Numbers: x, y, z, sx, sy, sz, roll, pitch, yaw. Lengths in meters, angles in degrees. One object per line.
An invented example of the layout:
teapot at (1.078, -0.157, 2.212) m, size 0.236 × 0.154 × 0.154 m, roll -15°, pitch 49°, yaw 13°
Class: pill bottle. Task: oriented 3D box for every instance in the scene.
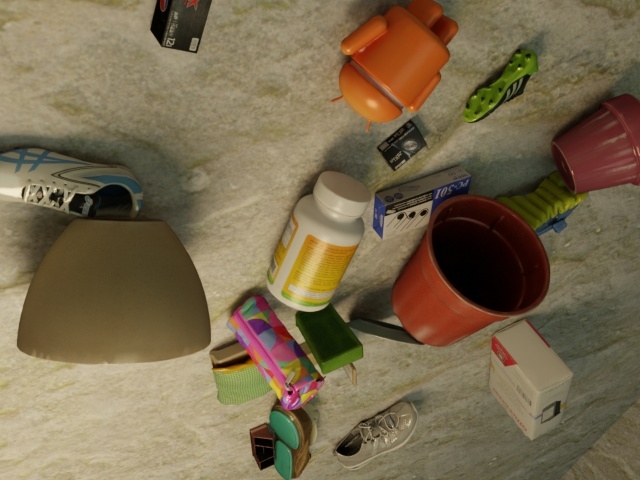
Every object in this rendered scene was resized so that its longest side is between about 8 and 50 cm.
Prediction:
pill bottle at (0.000, 0.000, 1.233) m, size 0.136 × 0.136 × 0.245 m, roll 2°, pitch 127°, yaw -36°

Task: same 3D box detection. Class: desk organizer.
desk organizer at (-0.147, 0.529, 1.694) m, size 0.047 × 0.050 × 0.130 m, roll -19°, pitch 136°, yaw -20°

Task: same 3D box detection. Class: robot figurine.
robot figurine at (0.115, -0.282, 1.057) m, size 0.219 × 0.128 × 0.158 m, roll -49°, pitch 165°, yaw 13°

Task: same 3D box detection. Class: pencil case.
pencil case at (-0.089, 0.220, 1.301) m, size 0.104 × 0.236 × 0.104 m, roll -32°, pitch 153°, yaw -19°

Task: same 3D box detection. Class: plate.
plate at (0.148, 0.203, 1.511) m, size 0.188 × 0.188 × 0.024 m, roll 14°, pitch 91°, yaw -42°

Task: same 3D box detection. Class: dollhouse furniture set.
dollhouse furniture set at (-0.073, 0.293, 1.446) m, size 0.302 × 0.151 × 0.197 m, roll -21°, pitch 137°, yaw -17°

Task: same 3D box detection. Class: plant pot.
plant pot at (0.616, -0.193, 1.449) m, size 0.180 × 0.201 × 0.201 m, roll -24°, pitch 140°, yaw 9°
plant pot at (0.290, 0.087, 1.404) m, size 0.272 × 0.272 × 0.265 m, roll -11°, pitch 155°, yaw -26°
plant pot at (-0.306, 0.061, 1.014) m, size 0.284 × 0.284 × 0.190 m, roll 1°, pitch 95°, yaw -35°

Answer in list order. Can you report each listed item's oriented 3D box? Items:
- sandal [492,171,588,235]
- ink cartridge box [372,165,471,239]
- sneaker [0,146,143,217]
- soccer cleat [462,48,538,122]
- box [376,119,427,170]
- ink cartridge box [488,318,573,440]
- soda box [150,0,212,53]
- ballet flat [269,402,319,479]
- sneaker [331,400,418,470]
sandal at (0.479, -0.043, 1.541) m, size 0.317 × 0.126 × 0.138 m, roll -19°, pitch 141°, yaw -17°
ink cartridge box at (0.210, -0.079, 1.373) m, size 0.207 × 0.046 × 0.097 m, roll -20°, pitch 138°, yaw -19°
sneaker at (-0.368, -0.075, 0.949) m, size 0.237 × 0.086 × 0.085 m, roll 3°, pitch 128°, yaw -35°
soccer cleat at (0.349, -0.284, 1.268) m, size 0.179 × 0.060 × 0.072 m, roll -45°, pitch 140°, yaw 6°
box at (0.155, -0.180, 1.261) m, size 0.083 × 0.018 × 0.067 m, roll -39°, pitch 139°, yaw 3°
ink cartridge box at (0.622, 0.419, 1.989) m, size 0.131 × 0.226 × 0.306 m, roll -26°, pitch 139°, yaw -10°
soda box at (-0.170, -0.335, 0.859) m, size 0.053 × 0.060 × 0.169 m, roll 2°, pitch 127°, yaw -34°
ballet flat at (-0.057, 0.487, 1.687) m, size 0.124 × 0.116 × 0.342 m, roll -36°, pitch 144°, yaw -32°
sneaker at (0.158, 0.557, 1.890) m, size 0.281 × 0.105 × 0.115 m, roll -41°, pitch 139°, yaw 6°
